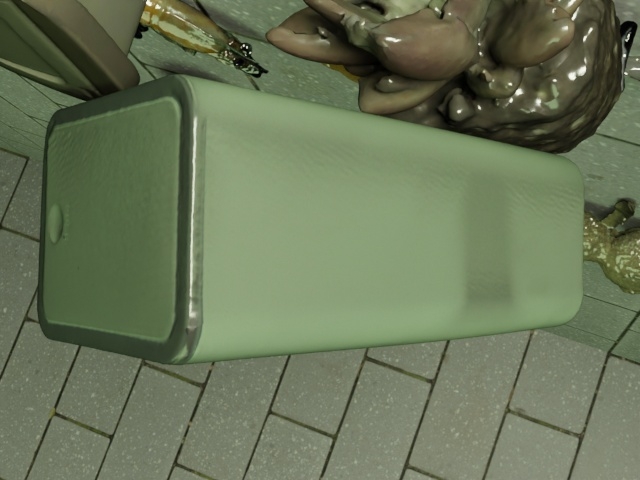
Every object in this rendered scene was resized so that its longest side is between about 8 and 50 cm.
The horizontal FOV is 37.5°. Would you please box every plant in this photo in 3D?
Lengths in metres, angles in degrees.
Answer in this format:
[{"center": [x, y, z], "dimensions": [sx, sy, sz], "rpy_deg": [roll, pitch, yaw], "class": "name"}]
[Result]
[{"center": [0.099, -0.162, 0.659], "dimensions": [0.194, 0.182, 0.320], "rpy_deg": [-6, 166, 27], "class": "plant"}]

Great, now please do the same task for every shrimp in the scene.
[{"center": [-0.191, -0.272, 1.217], "dimensions": [0.261, 0.051, 0.198], "rpy_deg": [25, 178, -10], "class": "shrimp"}]

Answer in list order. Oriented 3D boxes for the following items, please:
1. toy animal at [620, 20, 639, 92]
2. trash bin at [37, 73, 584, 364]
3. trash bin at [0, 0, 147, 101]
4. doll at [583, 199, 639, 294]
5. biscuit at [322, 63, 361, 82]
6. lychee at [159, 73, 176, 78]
[{"center": [0.204, -0.167, 0.841], "dimensions": [0.202, 0.070, 0.105], "rpy_deg": [14, -164, 27], "class": "toy animal"}, {"center": [0.000, 0.000, 0.674], "dimensions": [0.343, 0.158, 0.223], "rpy_deg": [5, 177, -37], "class": "trash bin"}, {"center": [-0.184, -0.252, 0.591], "dimensions": [0.219, 0.250, 0.220], "rpy_deg": [20, 172, 8], "class": "trash bin"}, {"center": [0.370, -0.010, 1.380], "dimensions": [0.285, 0.091, 0.203], "rpy_deg": [6, 133, 21], "class": "doll"}, {"center": [0.068, -0.209, 0.971], "dimensions": [0.170, 0.050, 0.170], "rpy_deg": [19, 163, 6], "class": "biscuit"}, {"center": [-0.223, -0.178, 1.473], "dimensions": [0.197, 0.165, 0.165], "rpy_deg": [2, -177, -32], "class": "lychee"}]
